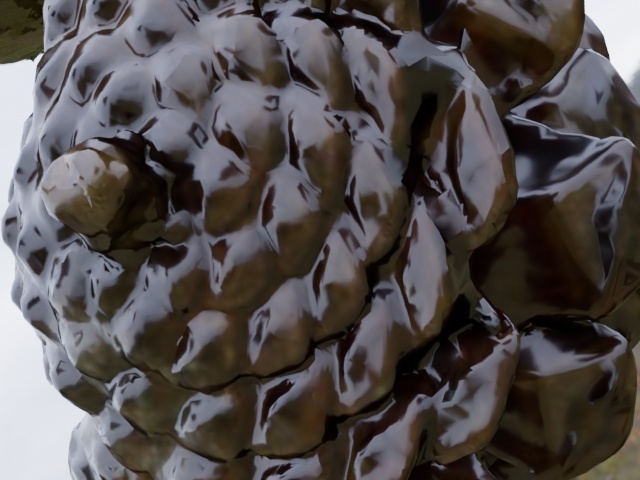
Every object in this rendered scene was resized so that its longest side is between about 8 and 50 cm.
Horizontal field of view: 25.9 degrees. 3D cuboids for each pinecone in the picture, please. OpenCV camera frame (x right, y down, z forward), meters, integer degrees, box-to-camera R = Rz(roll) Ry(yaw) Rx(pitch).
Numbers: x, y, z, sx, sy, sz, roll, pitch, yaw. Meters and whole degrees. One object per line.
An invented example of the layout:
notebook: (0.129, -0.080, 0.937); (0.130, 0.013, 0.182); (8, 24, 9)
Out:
pinecone: (0.007, 0.000, 0.540); (0.242, 0.298, 0.296); (1, -2, 8)

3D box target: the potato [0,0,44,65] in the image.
potato: (-0.148, -0.219, 0.724); (0.307, 0.210, 0.173); (-38, 16, -10)
